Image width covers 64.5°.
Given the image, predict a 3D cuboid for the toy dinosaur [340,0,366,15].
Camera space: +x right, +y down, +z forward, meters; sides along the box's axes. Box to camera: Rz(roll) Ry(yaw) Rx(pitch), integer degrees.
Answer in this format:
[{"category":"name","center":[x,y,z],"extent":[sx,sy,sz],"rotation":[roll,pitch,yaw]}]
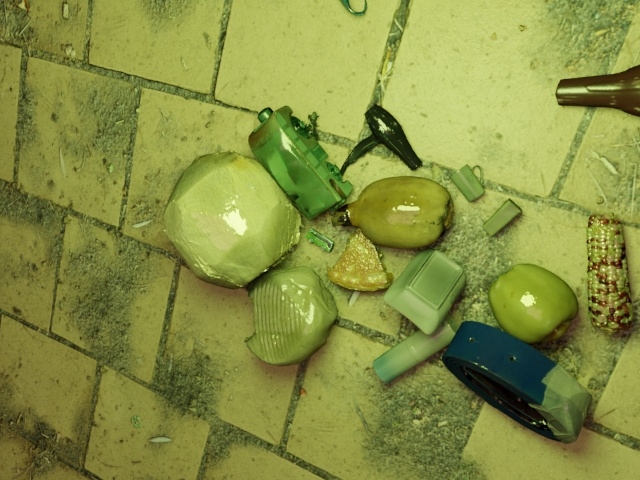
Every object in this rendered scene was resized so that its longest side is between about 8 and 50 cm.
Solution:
[{"category":"toy dinosaur","center":[0.001,-0.727,1.289],"extent":[0.147,0.076,0.363],"rotation":[-17,89,16]}]

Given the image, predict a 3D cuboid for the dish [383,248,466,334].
[{"category":"dish","center":[0.274,0.109,1.259],"extent":[0.151,0.212,0.077],"rotation":[37,145,12]}]

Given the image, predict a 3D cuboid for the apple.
[{"category":"apple","center":[0.499,0.150,1.197],"extent":[0.199,0.200,0.200],"rotation":[4,101,21]}]

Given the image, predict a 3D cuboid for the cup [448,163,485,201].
[{"category":"cup","center":[0.373,-0.147,1.269],"extent":[0.083,0.074,0.054],"rotation":[54,149,1]}]

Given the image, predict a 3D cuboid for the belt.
[{"category":"belt","center":[0.467,0.334,1.216],"extent":[0.346,0.212,0.117],"rotation":[36,67,6]}]

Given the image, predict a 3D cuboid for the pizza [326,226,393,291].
[{"category":"pizza","center":[0.115,0.041,1.394],"extent":[0.188,0.062,0.199],"rotation":[11,96,17]}]

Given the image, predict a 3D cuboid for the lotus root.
[{"category":"lotus root","center":[0.177,-0.071,1.288],"extent":[0.309,0.182,0.183],"rotation":[1,100,20]}]

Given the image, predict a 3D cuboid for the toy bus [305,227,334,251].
[{"category":"toy bus","center":[0.000,0.000,1.445],"extent":[0.083,0.031,0.037],"rotation":[31,100,13]}]

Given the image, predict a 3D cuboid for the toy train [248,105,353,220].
[{"category":"toy train","center":[-0.059,-0.203,1.329],"extent":[0.129,0.159,0.326],"rotation":[-33,102,29]}]

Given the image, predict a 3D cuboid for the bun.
[{"category":"bun","center":[-0.072,0.203,1.420],"extent":[0.281,0.204,0.282],"rotation":[4,98,35]}]

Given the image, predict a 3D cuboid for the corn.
[{"category":"corn","center":[0.665,0.076,1.168],"extent":[0.092,0.092,0.281],"rotation":[-3,96,22]}]

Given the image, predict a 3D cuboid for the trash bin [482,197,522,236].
[{"category":"trash bin","center":[0.443,-0.056,1.245],"extent":[0.043,0.061,0.092],"rotation":[46,114,7]}]

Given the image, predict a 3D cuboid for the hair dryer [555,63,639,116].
[{"category":"hair dryer","center":[0.697,-0.432,1.076],"extent":[0.312,0.123,0.341],"rotation":[13,93,30]}]

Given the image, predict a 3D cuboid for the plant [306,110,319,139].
[{"category":"plant","center":[-0.025,-0.302,1.389],"extent":[0.051,0.051,0.102],"rotation":[26,113,15]}]

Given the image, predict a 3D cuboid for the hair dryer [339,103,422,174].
[{"category":"hair dryer","center":[0.136,-0.226,1.345],"extent":[0.219,0.075,0.196],"rotation":[-36,95,33]}]

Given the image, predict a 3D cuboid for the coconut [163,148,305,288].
[{"category":"coconut","center":[-0.246,-0.067,1.362],"extent":[0.346,0.346,0.360],"rotation":[-34,94,23]}]

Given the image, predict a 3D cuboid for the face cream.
[{"category":"face cream","center":[0.258,0.292,1.370],"extent":[0.250,0.077,0.077],"rotation":[-39,85,22]}]
